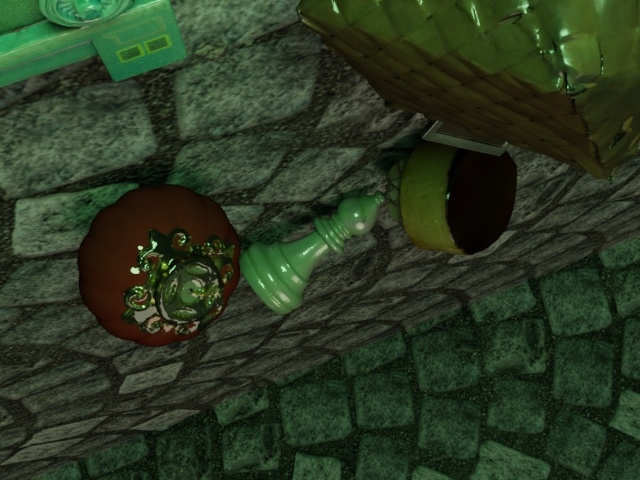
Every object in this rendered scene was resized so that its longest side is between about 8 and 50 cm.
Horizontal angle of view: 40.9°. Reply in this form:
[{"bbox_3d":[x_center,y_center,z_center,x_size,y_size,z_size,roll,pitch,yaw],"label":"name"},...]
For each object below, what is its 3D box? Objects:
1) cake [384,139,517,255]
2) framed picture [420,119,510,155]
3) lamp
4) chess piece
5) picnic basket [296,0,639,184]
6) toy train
[{"bbox_3d":[0.191,-0.078,1.382,0.207,0.185,0.178,-32,-149,-31],"label":"cake"},{"bbox_3d":[0.287,-0.234,1.170,0.231,0.018,0.293,3,137,-51],"label":"framed picture"},{"bbox_3d":[-0.220,0.031,1.170,0.226,0.227,0.227,-19,162,-7],"label":"lamp"},{"bbox_3d":[0.000,0.000,1.481,0.271,0.139,0.139,-38,159,9],"label":"chess piece"},{"bbox_3d":[0.187,-0.259,0.760,0.337,0.337,0.293,-28,154,17],"label":"picnic basket"},{"bbox_3d":[-0.255,-0.174,0.675,0.298,0.120,0.194,-20,167,-5],"label":"toy train"}]
